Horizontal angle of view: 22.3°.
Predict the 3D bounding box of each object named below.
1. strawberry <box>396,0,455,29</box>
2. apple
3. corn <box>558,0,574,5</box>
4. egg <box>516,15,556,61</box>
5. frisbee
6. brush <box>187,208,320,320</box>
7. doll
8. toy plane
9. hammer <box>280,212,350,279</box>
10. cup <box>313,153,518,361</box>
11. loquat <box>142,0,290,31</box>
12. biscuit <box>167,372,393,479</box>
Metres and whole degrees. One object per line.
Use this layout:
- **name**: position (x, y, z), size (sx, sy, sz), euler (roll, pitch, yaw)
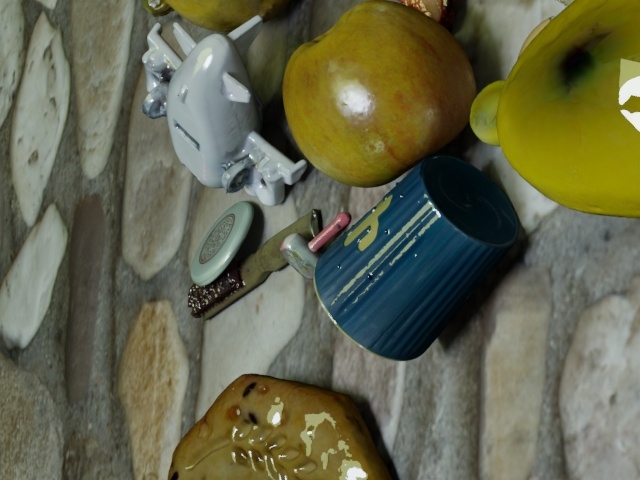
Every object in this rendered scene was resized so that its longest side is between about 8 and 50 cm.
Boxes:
- **strawberry**: position (0.100, -0.270, 1.565), size (0.104, 0.048, 0.152), euler (-29, 74, 43)
- **apple**: position (0.050, -0.136, 1.491), size (0.155, 0.182, 0.182), euler (56, 139, 0)
- **corn**: position (0.180, -0.312, 1.398), size (0.123, 0.122, 0.305), euler (-31, 48, -3)
- **egg**: position (0.200, -0.137, 1.350), size (0.096, 0.080, 0.080), euler (-63, 38, 18)
- **frisbee**: position (-0.111, 0.002, 1.814), size (0.110, 0.014, 0.110), euler (-48, 21, 24)
- **brush**: position (-0.077, 0.030, 1.782), size (0.248, 0.036, 0.043), euler (-33, 67, 49)
- **doll**: position (0.304, -0.142, 1.139), size (0.348, 0.161, 0.423), euler (-60, 38, 9)
- **toy plane**: position (-0.107, -0.145, 1.757), size (0.245, 0.117, 0.244), euler (42, 158, 21)
- **hammer**: position (0.000, 0.000, 1.672), size (0.083, 0.052, 0.031), euler (-42, 8, 22)
- **cup**: position (0.091, -0.001, 1.469), size (0.155, 0.131, 0.176), euler (-48, 21, 35)
- **loquat**: position (-0.109, -0.306, 1.764), size (0.204, 0.172, 0.149), euler (-33, 41, 20)
- **biscuit**: position (-0.050, 0.309, 1.624), size (0.359, 0.046, 0.359), euler (-8, 78, 46)
